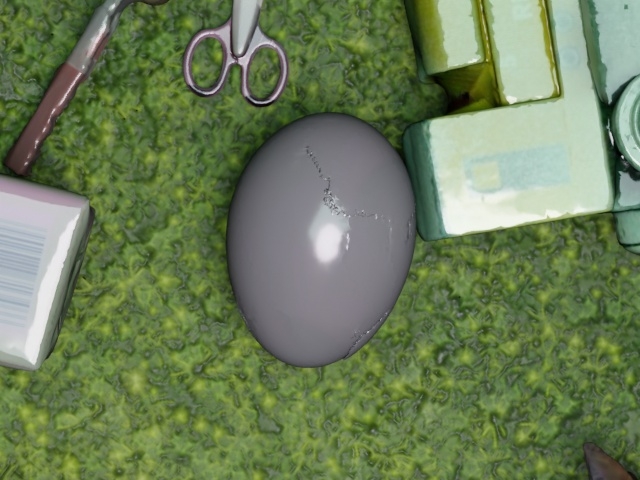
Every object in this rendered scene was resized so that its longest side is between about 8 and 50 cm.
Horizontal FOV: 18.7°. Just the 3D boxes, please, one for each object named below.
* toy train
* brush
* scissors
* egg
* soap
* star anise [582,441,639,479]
[{"bbox_3d":[0.175,-0.176,1.518,0.253,0.160,0.397,-9,90,0],"label":"toy train"},{"bbox_3d":[-0.165,-0.182,1.517,0.071,0.084,0.301,31,94,-42],"label":"brush"},{"bbox_3d":[-0.058,-0.197,1.554,0.085,0.022,0.176,10,90,-1],"label":"scissors"},{"bbox_3d":[0.000,0.000,1.494,0.146,0.146,0.199,4,98,-6],"label":"egg"},{"bbox_3d":[-0.279,0.010,1.446,0.199,0.182,0.138,14,89,-6],"label":"soap"},{"bbox_3d":[0.285,0.291,1.537,0.315,0.108,0.315,-1,95,-10],"label":"star anise"}]
